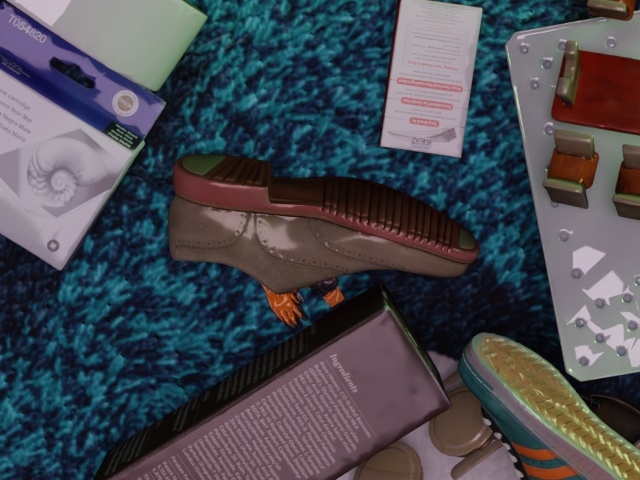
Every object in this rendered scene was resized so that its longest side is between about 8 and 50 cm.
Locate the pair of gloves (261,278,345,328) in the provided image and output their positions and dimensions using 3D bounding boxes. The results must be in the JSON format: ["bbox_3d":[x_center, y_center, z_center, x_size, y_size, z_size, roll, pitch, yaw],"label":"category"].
[{"bbox_3d":[-0.020,0.056,1.989,0.083,0.010,0.074,-31,95,2],"label":"pair of gloves"}]

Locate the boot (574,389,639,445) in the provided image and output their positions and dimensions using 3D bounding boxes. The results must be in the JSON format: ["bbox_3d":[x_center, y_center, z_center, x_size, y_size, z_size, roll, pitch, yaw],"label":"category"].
[{"bbox_3d":[0.291,0.208,1.958,0.219,0.106,0.082,21,96,-2],"label":"boot"}]

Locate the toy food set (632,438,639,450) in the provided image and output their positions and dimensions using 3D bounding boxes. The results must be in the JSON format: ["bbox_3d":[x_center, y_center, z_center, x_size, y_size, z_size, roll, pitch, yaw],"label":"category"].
[{"bbox_3d":[0.502,0.279,1.891,0.306,0.092,0.220,-24,117,34],"label":"toy food set"}]

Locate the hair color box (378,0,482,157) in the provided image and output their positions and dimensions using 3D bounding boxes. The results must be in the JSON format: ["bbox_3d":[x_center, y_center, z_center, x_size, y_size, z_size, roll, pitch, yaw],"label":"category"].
[{"bbox_3d":[0.121,-0.181,1.944,0.093,0.053,0.167,8,95,-2],"label":"hair color box"}]

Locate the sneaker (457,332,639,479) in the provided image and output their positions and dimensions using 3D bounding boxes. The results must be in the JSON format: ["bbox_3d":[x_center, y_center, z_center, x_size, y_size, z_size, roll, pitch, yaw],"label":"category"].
[{"bbox_3d":[0.243,0.231,1.860,0.302,0.108,0.121,43,121,-5],"label":"sneaker"}]

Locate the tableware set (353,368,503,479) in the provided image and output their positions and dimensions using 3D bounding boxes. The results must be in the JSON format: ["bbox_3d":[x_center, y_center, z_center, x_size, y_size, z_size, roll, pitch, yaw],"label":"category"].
[{"bbox_3d":[0.124,0.241,1.964,0.194,0.128,0.039,-37,134,9],"label":"tableware set"}]

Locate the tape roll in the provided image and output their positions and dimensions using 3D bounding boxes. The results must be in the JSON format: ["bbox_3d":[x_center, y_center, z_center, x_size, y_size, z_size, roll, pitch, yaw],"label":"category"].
[{"bbox_3d":[-0.260,-0.273,1.819,0.286,0.286,0.100,34,95,-4],"label":"tape roll"}]

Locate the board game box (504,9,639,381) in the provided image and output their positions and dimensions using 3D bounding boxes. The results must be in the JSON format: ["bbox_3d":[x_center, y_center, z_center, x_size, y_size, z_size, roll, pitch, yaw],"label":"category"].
[{"bbox_3d":[0.425,-0.066,1.913,0.390,0.050,0.390,-10,81,1],"label":"board game box"}]

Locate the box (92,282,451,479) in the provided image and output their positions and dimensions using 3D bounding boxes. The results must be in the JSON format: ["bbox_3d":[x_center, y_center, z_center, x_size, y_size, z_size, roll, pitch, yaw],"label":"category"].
[{"bbox_3d":[-0.054,0.209,1.917,0.381,0.191,0.143,-34,95,4],"label":"box"}]

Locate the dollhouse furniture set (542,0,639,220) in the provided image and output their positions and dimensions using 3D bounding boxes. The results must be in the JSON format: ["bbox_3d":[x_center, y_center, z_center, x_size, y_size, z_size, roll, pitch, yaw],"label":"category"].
[{"bbox_3d":[0.377,-0.145,1.858,0.259,0.135,0.262,12,81,16],"label":"dollhouse furniture set"}]

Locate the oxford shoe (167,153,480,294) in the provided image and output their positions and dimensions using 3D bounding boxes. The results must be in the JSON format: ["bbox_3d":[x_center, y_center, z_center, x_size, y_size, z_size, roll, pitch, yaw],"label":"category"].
[{"bbox_3d":[0.000,0.000,1.943,0.348,0.123,0.130,14,111,4],"label":"oxford shoe"}]

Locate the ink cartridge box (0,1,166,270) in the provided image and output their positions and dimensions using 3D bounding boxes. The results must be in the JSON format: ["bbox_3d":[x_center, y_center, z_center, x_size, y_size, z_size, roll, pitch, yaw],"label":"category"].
[{"bbox_3d":[-0.322,-0.116,1.952,0.223,0.045,0.224,31,95,-3],"label":"ink cartridge box"}]
